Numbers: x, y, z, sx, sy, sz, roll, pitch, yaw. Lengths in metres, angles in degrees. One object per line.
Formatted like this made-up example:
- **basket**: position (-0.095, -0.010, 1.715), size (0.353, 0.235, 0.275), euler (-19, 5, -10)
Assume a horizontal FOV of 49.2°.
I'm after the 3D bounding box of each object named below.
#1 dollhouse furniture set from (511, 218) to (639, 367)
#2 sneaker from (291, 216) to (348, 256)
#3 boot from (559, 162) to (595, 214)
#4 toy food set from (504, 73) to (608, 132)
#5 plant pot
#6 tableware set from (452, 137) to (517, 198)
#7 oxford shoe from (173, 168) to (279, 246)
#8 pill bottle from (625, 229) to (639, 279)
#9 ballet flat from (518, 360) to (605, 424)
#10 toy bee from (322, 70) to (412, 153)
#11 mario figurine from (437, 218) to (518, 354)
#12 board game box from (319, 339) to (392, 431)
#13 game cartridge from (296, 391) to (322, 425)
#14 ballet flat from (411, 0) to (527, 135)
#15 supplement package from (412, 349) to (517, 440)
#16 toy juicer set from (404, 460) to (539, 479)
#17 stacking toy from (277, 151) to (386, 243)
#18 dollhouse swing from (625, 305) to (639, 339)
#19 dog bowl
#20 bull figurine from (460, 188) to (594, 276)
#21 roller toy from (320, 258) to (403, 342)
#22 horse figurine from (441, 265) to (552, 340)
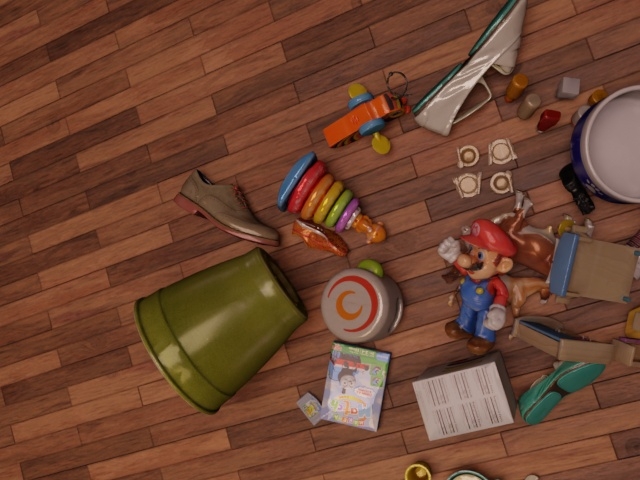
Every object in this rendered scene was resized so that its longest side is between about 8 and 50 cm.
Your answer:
- **dollhouse furniture set**: position (0.622, 0.112, 1.620), size (0.286, 0.198, 0.303), euler (8, 97, -17)
- **sneaker**: position (0.000, 0.000, 1.914), size (0.175, 0.064, 0.067), euler (32, 119, 21)
- **boot**: position (0.624, -0.124, 1.694), size (0.045, 0.121, 0.099), euler (-32, 109, 30)
- **toy food set**: position (0.571, -0.329, 1.717), size (0.232, 0.104, 0.111), euler (8, 78, 1)
- **plant pot**: position (-0.238, 0.206, 1.854), size (0.353, 0.366, 0.366), euler (-35, 79, 3)
- **tableware set**: position (0.419, -0.184, 1.788), size (0.168, 0.020, 0.141), euler (-6, 88, 18)
- **oxford shoe**: position (-0.251, -0.092, 1.960), size (0.348, 0.123, 0.130), euler (27, 92, 16)
- **pill bottle**: position (0.768, 0.015, 1.634), size (0.086, 0.086, 0.152), euler (44, 102, 14)
- **ballet flat**: position (0.571, 0.341, 1.691), size (0.083, 0.087, 0.247), euler (32, 112, -27)
- **toy bee**: position (0.157, -0.324, 1.827), size (0.298, 0.162, 0.195), euler (-2, 97, 43)
- **mario figurine**: position (0.353, 0.103, 1.650), size (0.198, 0.170, 0.321), euler (12, 111, 20)
- **board game box**: position (0.094, 0.388, 1.873), size (0.160, 0.039, 0.212), euler (10, 93, 12)
- **game cartridge**: position (-0.023, 0.461, 1.929), size (0.056, 0.017, 0.083), euler (-43, 77, 9)
- **ballet flat**: position (0.402, -0.426, 1.755), size (0.139, 0.139, 0.400), euler (46, 107, 14)
- **supplement package**: position (0.356, 0.374, 1.709), size (0.203, 0.194, 0.149), euler (-18, 84, 17)
- **toy juicer set**: position (0.373, 0.679, 1.755), size (0.328, 0.089, 0.209), euler (2, 90, 18)
- **stacking toy**: position (0.046, -0.087, 1.857), size (0.301, 0.166, 0.175), euler (32, 88, 5)
- **dollhouse swing**: position (0.948, 0.206, 1.586), size (0.315, 0.305, 0.347), euler (-24, 79, -25)
- **dog bowl**: position (0.718, -0.214, 1.604), size (0.264, 0.104, 0.265), euler (0, 90, 0)
- **bull figurine**: position (0.505, -0.008, 1.708), size (0.310, 0.101, 0.188), euler (24, 109, 15)
- **roller toy**: position (0.109, 0.170, 1.821), size (0.209, 0.146, 0.191), euler (-32, 70, 21)
- **horse figurine**: position (0.434, 0.125, 1.756), size (0.263, 0.066, 0.174), euler (30, 106, 14)
